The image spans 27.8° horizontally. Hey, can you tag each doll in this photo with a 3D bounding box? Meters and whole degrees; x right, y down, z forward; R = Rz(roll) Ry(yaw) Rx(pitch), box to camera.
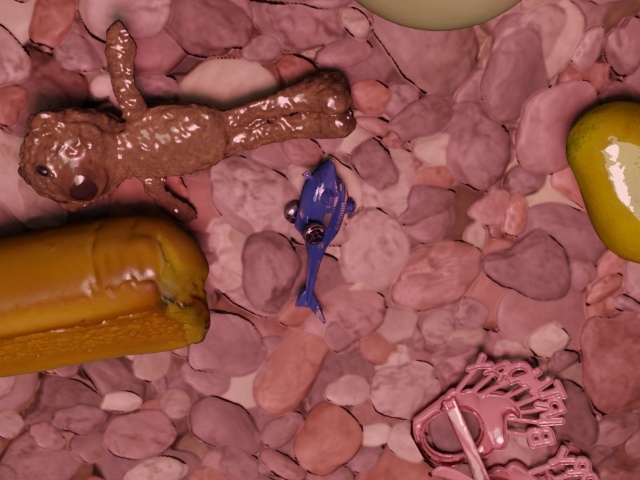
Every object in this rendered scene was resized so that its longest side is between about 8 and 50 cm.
[{"bbox_3d":[-0.123,-0.085,1.172,0.286,0.091,0.202,6,140,-18],"label":"doll"}]

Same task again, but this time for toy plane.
[{"bbox_3d":[0.000,0.000,1.226,0.062,0.054,0.167,-3,119,-26],"label":"toy plane"}]

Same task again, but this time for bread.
[{"bbox_3d":[-0.288,0.056,1.217,0.383,0.112,0.166,-11,153,9],"label":"bread"}]

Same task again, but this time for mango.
[{"bbox_3d":[0.294,-0.052,1.166,0.117,0.089,0.163,-22,113,11],"label":"mango"}]

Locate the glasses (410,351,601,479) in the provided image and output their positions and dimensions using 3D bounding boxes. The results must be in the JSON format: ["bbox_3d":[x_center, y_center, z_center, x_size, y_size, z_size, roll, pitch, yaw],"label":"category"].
[{"bbox_3d":[0.195,0.229,1.308,0.162,0.095,0.255,-26,115,5],"label":"glasses"}]

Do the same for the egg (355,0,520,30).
[{"bbox_3d":[0.088,-0.292,0.979,0.220,0.220,0.269,-6,118,4],"label":"egg"}]
